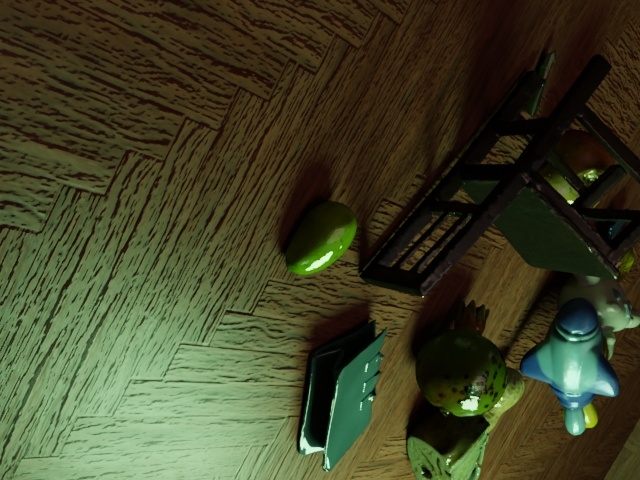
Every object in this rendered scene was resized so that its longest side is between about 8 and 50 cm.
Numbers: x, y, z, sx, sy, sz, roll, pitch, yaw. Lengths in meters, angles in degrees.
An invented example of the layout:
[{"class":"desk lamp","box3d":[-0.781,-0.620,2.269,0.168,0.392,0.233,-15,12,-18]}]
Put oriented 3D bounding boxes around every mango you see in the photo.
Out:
[{"class":"mango","box3d":[0.000,0.000,1.067,0.108,0.056,0.073,-42,141,-2]}]

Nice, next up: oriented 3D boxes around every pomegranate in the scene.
[{"class":"pomegranate","box3d":[0.246,0.205,1.469,0.159,0.159,0.205,49,51,-55]}]

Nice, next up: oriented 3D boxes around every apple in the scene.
[{"class":"apple","box3d":[0.425,-0.111,1.434,0.146,0.146,0.146,-32,139,-33]}]

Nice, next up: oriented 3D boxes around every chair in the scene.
[{"class":"chair","box3d":[0.298,-0.023,1.218,0.240,0.203,0.416,43,79,-19]}]

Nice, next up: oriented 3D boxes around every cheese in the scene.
[{"class":"cheese","box3d":[0.655,0.030,1.910,0.156,0.064,0.250,-39,143,-25]}]

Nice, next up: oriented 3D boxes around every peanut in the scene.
[{"class":"peanut","box3d":[0.341,0.332,1.742,0.193,0.089,0.089,-47,145,-17]}]

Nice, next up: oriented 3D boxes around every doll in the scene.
[{"class":"doll","box3d":[0.557,0.200,1.772,0.376,0.187,0.365,35,67,-28]}]

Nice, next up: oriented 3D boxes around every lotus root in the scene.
[{"class":"lotus root","box3d":[0.243,0.401,1.627,0.119,0.138,0.235,-34,141,-22]}]

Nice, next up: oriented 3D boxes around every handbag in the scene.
[{"class":"handbag","box3d":[0.039,0.237,1.309,0.144,0.057,0.221,-29,137,-42]}]

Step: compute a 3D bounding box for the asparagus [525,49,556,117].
[{"class":"asparagus","box3d":[0.343,-0.246,1.331,0.025,0.021,0.108,-17,129,-50]}]
